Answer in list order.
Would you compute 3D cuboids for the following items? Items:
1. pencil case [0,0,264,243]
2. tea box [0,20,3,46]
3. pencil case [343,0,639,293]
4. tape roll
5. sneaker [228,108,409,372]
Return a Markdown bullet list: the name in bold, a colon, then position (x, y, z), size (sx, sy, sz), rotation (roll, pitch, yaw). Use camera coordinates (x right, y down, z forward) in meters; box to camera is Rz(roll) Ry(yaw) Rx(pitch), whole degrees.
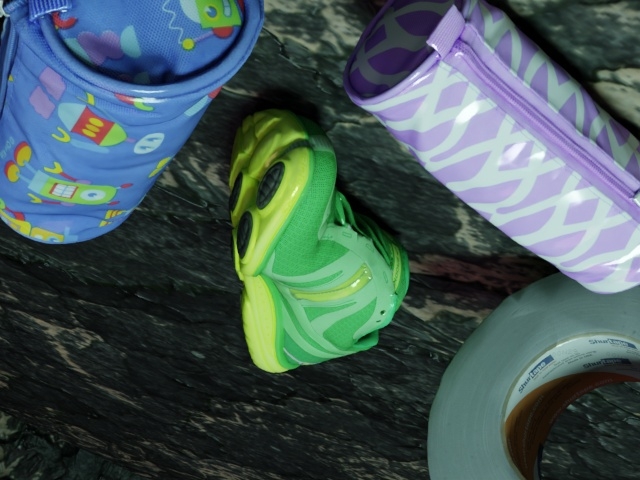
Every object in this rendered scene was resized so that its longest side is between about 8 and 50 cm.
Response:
- **pencil case**: position (-0.134, -0.089, 0.742), size (0.133, 0.119, 0.306), rotation (3, 164, -19)
- **tea box**: position (-0.434, -0.055, 0.833), size (0.323, 0.329, 0.220), rotation (1, 150, 45)
- **pencil case**: position (0.106, -0.048, 0.648), size (0.206, 0.086, 0.088), rotation (33, -179, -27)
- **tape roll**: position (0.181, 0.125, 0.811), size (0.219, 0.219, 0.072), rotation (6, 152, 35)
- **sneaker**: position (0.000, 0.000, 0.889), size (0.123, 0.109, 0.295), rotation (-5, 154, -1)
